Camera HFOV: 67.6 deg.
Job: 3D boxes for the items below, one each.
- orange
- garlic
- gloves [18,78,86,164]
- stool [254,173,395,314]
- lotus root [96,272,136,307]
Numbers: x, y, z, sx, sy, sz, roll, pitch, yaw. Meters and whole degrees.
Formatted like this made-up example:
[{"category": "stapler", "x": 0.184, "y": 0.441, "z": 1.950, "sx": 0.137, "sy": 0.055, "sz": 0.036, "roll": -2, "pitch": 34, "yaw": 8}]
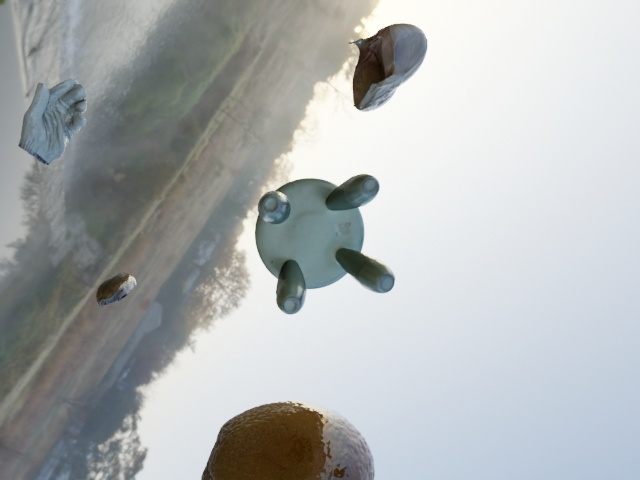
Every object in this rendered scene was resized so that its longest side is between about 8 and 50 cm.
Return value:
[{"category": "orange", "x": -0.071, "y": 0.503, "z": 1.011, "sx": 0.322, "sy": 0.356, "sz": 0.323, "roll": 11, "pitch": 90, "yaw": -78}, {"category": "garlic", "x": 0.104, "y": -0.290, "z": 0.819, "sx": 0.124, "sy": 0.099, "sz": 0.174, "roll": -25, "pitch": 172, "yaw": -30}, {"category": "gloves", "x": -0.211, "y": -0.090, "z": 0.370, "sx": 0.081, "sy": 0.037, "sz": 0.044, "roll": -47, "pitch": 154, "yaw": -1}, {"category": "stool", "x": 0.000, "y": 0.000, "z": 0.755, "sx": 0.195, "sy": 0.196, "sz": 0.198, "roll": -12, "pitch": -170, "yaw": -10}, {"category": "lotus root", "x": -0.314, "y": 0.071, "z": 0.735, "sx": 0.037, "sy": 0.030, "sz": 0.083, "roll": -13, "pitch": -161, "yaw": 8}]
